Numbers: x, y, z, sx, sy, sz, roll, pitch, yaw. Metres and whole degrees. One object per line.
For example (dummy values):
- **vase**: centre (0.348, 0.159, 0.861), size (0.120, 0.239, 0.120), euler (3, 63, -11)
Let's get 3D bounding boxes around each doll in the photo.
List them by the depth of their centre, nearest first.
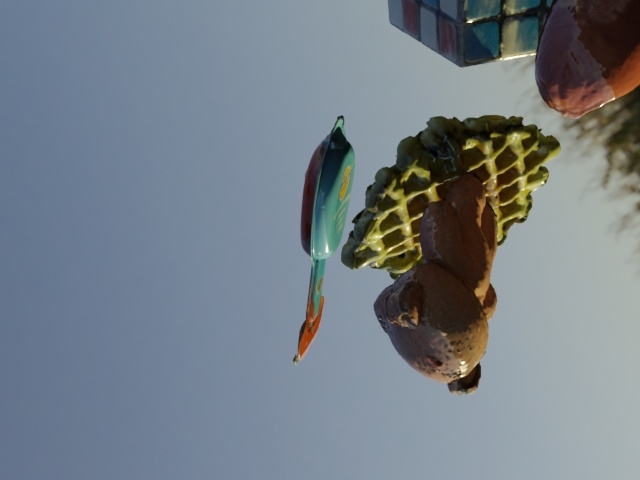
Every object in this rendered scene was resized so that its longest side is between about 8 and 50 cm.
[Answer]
- **doll**: centre (0.150, 0.047, 1.822), size (0.201, 0.156, 0.303), euler (56, -146, -33)

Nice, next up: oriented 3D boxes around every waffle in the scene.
- **waffle**: centre (0.183, -0.062, 1.969), size (0.317, 0.297, 0.073), euler (1, -138, -41)

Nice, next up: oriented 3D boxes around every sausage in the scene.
- **sausage**: centre (0.333, -0.257, 1.598), size (0.148, 0.148, 0.254), euler (47, -123, -32)

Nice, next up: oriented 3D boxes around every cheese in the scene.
- **cheese**: centre (0.000, 0.000, 1.373), size (0.037, 0.256, 0.106), euler (14, -154, 12)

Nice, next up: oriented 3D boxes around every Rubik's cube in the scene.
- **Rubik's cube**: centre (0.247, -0.408, 1.955), size (0.253, 0.256, 0.259), euler (-132, 34, -55)
